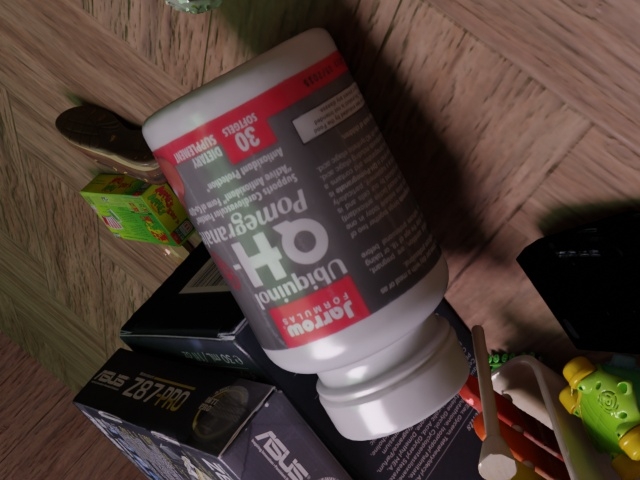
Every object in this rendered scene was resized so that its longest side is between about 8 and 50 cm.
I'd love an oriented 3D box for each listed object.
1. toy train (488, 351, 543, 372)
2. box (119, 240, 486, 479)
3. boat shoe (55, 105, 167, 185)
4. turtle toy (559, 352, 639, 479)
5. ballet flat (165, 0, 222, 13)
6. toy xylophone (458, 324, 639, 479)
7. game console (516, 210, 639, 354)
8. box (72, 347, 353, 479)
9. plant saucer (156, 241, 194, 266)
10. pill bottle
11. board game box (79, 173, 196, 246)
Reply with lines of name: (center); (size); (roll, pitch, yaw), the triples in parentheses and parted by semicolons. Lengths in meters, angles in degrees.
toy train: (0.200, 0.129, 0.936); (0.017, 0.023, 0.083); (19, 162, -25)
box: (0.016, 0.169, 1.038); (0.395, 0.212, 0.293); (50, 152, -19)
boat shoe: (-0.262, -0.115, 1.137); (0.178, 0.064, 0.060); (25, 148, 25)
turtle toy: (0.250, 0.143, 0.746); (0.095, 0.066, 0.130); (56, 170, 34)
ballet flat: (-0.173, -0.276, 0.756); (0.241, 0.091, 0.077); (46, 176, -3)
toy xylophone: (0.202, 0.202, 0.785); (0.236, 0.322, 0.081); (38, 112, -9)
game console: (0.325, 0.118, 0.732); (0.361, 0.044, 0.213); (51, 153, -21)
box: (-0.059, 0.295, 0.986); (0.318, 0.097, 0.395); (3, 135, 54)
plant saucer: (-0.207, 0.013, 1.318); (0.083, 0.015, 0.083); (32, 152, 19)
pill bottle: (0.000, 0.000, 0.764); (0.176, 0.176, 0.318); (-12, 110, 59)
board game box: (-0.256, -0.044, 1.263); (0.181, 0.043, 0.092); (7, 138, 50)
